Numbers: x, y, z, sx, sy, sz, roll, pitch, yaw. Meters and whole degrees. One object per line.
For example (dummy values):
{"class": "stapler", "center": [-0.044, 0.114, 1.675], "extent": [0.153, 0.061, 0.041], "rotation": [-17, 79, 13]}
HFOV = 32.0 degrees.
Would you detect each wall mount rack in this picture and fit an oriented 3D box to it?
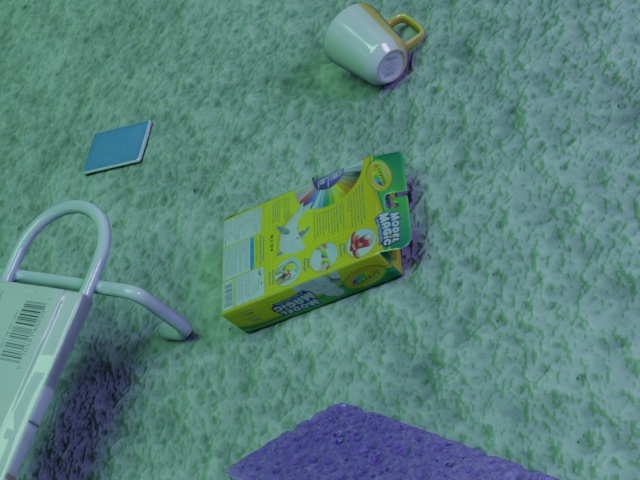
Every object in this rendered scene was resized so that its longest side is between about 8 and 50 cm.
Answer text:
{"class": "wall mount rack", "center": [-0.283, 0.140, 1.001], "extent": [0.304, 0.130, 0.350], "rotation": [5, 64, 35]}

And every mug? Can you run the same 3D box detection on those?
{"class": "mug", "center": [0.051, -0.178, 1.006], "extent": [0.078, 0.062, 0.064], "rotation": [-50, 52, 7]}

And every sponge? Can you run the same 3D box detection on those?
{"class": "sponge", "center": [0.046, 0.166, 0.736], "extent": [0.117, 0.031, 0.210], "rotation": [-25, 24, -38]}

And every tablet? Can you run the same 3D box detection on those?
{"class": "tablet", "center": [-0.218, -0.100, 1.192], "extent": [0.083, 0.006, 0.054], "rotation": [-9, 56, 32]}

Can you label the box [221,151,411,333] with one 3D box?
{"class": "box", "center": [0.000, 0.000, 0.933], "extent": [0.179, 0.043, 0.105], "rotation": [-23, 49, 27]}
